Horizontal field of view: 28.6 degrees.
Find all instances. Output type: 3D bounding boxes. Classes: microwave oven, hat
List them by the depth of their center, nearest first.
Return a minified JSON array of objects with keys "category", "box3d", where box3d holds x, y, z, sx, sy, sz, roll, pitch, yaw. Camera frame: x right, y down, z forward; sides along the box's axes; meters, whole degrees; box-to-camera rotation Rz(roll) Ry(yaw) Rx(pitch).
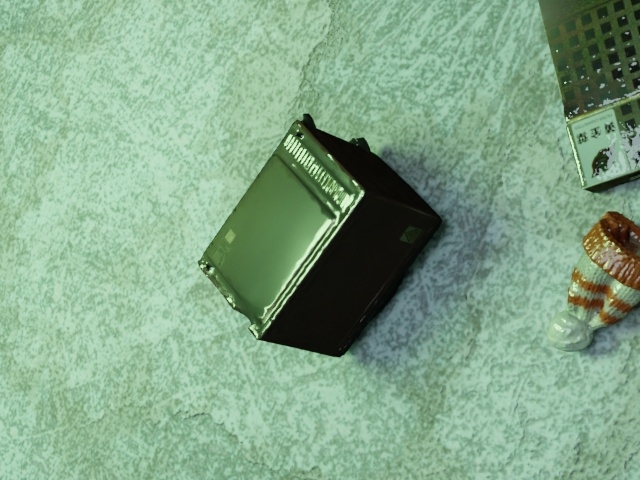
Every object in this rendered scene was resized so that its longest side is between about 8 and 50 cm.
[{"category":"hat","box3d":[0.319,0.060,1.445,0.112,0.093,0.162,52,127,39]},{"category":"microwave oven","box3d":[0.000,0.001,1.589,0.178,0.188,0.247,47,110,35]}]

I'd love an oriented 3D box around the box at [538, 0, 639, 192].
[{"category":"box","box3d":[0.362,-0.235,1.485,0.180,0.047,0.325,-19,70,28]}]
